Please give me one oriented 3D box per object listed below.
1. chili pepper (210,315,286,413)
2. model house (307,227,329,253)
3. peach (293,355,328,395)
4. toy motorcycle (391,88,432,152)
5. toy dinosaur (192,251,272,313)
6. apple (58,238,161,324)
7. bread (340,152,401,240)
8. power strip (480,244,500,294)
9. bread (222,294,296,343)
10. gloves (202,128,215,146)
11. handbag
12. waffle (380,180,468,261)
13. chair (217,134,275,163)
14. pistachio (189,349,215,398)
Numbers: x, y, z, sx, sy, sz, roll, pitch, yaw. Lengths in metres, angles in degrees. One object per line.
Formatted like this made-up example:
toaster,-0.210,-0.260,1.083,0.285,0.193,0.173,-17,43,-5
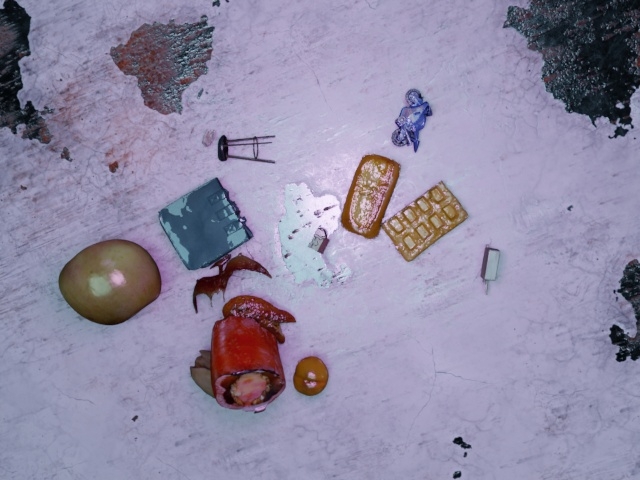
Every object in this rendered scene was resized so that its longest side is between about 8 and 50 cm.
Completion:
chili pepper,-0.248,0.393,1.673,0.251,0.305,0.229,7,129,-17
model house,0.000,0.000,1.778,0.058,0.057,0.083,30,95,7
peach,-0.033,0.494,1.786,0.138,0.138,0.138,0,95,6
toy motorcycle,0.322,-0.416,1.707,0.114,0.076,0.205,18,97,-3
toy dinosaur,-0.355,0.168,1.792,0.327,0.206,0.113,-45,128,2
apple,-0.728,0.154,1.737,0.319,0.319,0.277,-37,83,7
bread,0.171,-0.156,1.718,0.152,0.119,0.288,20,96,0
power strip,0.589,0.104,1.718,0.042,0.075,0.175,8,97,6
bread,-0.228,0.284,1.806,0.269,0.095,0.139,23,104,-1
gloves,-0.411,-0.373,1.795,0.081,0.037,0.044,-50,125,-8
handbag,-0.415,-0.052,1.798,0.274,0.100,0.268,-33,87,6
waffle,0.363,-0.067,1.735,0.274,0.057,0.168,-38,91,8
chair,-0.273,-0.334,1.757,0.222,0.095,0.104,-1,83,6
pistachio,-0.339,0.511,1.805,0.293,0.181,0.162,25,59,0
